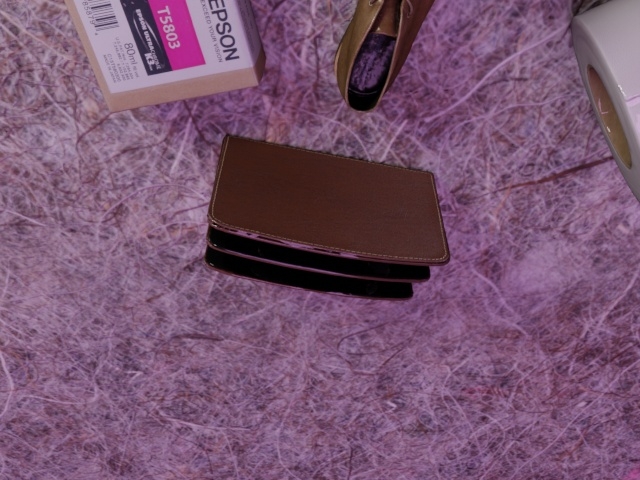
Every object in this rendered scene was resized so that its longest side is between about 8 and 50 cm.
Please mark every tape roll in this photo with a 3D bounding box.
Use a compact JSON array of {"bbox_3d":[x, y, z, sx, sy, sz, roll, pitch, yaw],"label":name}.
[{"bbox_3d":[0.408,-0.173,0.796,0.169,0.246,0.246,-22,124,17],"label":"tape roll"}]

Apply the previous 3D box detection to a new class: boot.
[{"bbox_3d":[0.091,-0.284,0.794,0.112,0.115,0.305,15,124,-5],"label":"boot"}]

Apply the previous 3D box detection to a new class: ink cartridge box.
[{"bbox_3d":[-0.185,-0.281,0.812,0.193,0.088,0.235,-9,126,8],"label":"ink cartridge box"}]

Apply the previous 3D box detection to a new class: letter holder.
[{"bbox_3d":[0.000,0.000,0.945,0.301,0.214,0.152,9,127,-7],"label":"letter holder"}]
